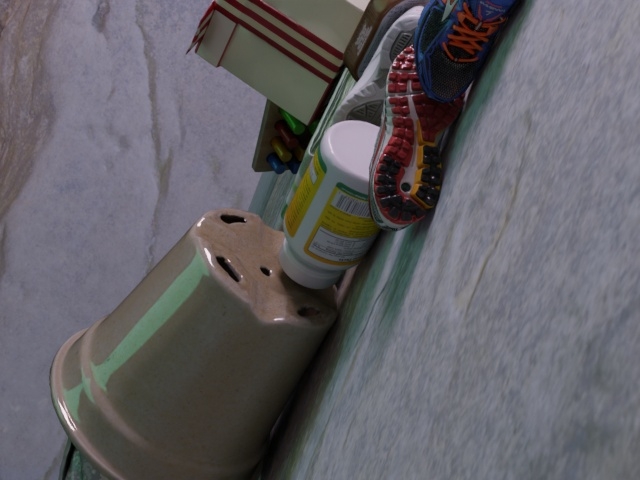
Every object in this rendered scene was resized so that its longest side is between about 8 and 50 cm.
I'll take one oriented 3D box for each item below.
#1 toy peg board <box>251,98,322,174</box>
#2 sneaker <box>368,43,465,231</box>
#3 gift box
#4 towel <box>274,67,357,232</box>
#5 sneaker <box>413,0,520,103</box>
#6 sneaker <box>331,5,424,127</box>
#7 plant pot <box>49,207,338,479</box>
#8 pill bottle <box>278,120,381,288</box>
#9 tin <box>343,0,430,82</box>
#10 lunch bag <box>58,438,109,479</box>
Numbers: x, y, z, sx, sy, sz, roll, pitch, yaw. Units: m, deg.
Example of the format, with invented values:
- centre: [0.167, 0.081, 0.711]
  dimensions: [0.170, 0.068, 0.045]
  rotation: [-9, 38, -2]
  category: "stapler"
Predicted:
- centre: [-0.016, -0.170, 1.897]
  dimensions: [0.079, 0.161, 0.161]
  rotation: [58, 143, 42]
  category: "toy peg board"
- centre: [0.093, -0.115, 1.220]
  dimensions: [0.093, 0.088, 0.225]
  rotation: [128, 161, -68]
  category: "sneaker"
- centre: [-0.048, -0.349, 1.778]
  dimensions: [0.276, 0.258, 0.255]
  rotation: [-58, -8, 29]
  category: "gift box"
- centre: [-0.011, -0.107, 1.734]
  dimensions: [0.325, 0.038, 0.248]
  rotation: [115, 180, -51]
  category: "towel"
- centre: [0.159, -0.240, 1.136]
  dimensions: [0.087, 0.083, 0.221]
  rotation: [-101, 30, -65]
  category: "sneaker"
- centre: [0.095, -0.215, 1.512]
  dimensions: [0.232, 0.090, 0.115]
  rotation: [-54, 8, 30]
  category: "sneaker"
- centre: [-0.144, 0.138, 1.500]
  dimensions: [0.305, 0.334, 0.334]
  rotation: [-52, 15, 27]
  category: "plant pot"
- centre: [0.022, -0.037, 1.386]
  dimensions: [0.118, 0.117, 0.208]
  rotation: [-79, 12, -47]
  category: "pill bottle"
- centre: [0.099, -0.288, 1.551]
  dimensions: [0.040, 0.106, 0.190]
  rotation: [68, 149, 28]
  category: "tin"
- centre: [-0.323, 0.409, 1.925]
  dimensions: [0.212, 0.256, 0.305]
  rotation: [-126, 50, -74]
  category: "lunch bag"
